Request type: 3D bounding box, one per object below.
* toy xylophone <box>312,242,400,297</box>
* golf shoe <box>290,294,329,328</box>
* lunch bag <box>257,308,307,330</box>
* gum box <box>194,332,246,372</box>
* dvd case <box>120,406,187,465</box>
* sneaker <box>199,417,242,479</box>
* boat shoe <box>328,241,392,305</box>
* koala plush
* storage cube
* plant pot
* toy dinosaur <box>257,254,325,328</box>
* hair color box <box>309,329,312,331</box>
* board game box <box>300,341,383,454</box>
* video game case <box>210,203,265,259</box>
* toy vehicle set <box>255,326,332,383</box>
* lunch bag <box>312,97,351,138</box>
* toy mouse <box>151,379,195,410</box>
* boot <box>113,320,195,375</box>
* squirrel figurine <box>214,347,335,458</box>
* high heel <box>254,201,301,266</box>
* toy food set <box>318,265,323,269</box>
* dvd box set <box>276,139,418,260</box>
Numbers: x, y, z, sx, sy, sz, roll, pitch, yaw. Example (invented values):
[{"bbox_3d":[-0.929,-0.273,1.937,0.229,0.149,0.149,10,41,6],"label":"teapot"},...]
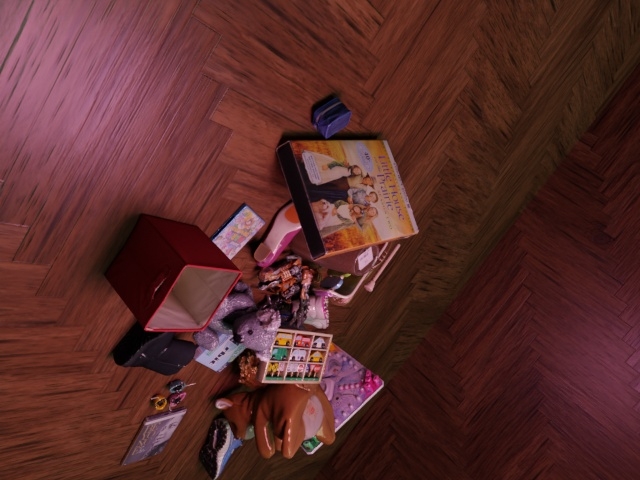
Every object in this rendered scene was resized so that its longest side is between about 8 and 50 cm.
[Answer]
[{"bbox_3d":[0.122,0.064,1.725,0.081,0.236,0.323,44,61,-20],"label":"toy xylophone"},{"bbox_3d":[-0.036,0.259,1.989,0.140,0.115,0.306,-4,159,1],"label":"golf shoe"},{"bbox_3d":[-0.145,0.301,1.777,0.218,0.176,0.090,16,110,-44],"label":"lunch bag"},{"bbox_3d":[-0.318,0.343,1.754,0.157,0.041,0.184,-44,152,-8],"label":"gum box"},{"bbox_3d":[-0.565,0.665,1.835,0.164,0.018,0.221,4,123,-54],"label":"dvd case"},{"bbox_3d":[-0.380,0.830,2.172,0.147,0.130,0.330,-8,132,-46],"label":"sneaker"},{"bbox_3d":[0.144,0.089,2.020,0.342,0.123,0.123,-57,-179,1],"label":"boat shoe"},{"bbox_3d":[-0.213,0.235,1.550,0.203,0.221,0.196,-27,139,-54],"label":"koala plush"},{"bbox_3d":[-0.339,0.079,1.251,0.184,0.193,0.215,-55,151,12],"label":"storage cube"},{"bbox_3d":[0.057,0.004,1.616,0.215,0.230,0.216,-28,135,-32],"label":"plant pot"},{"bbox_3d":[-0.080,0.149,1.743,0.321,0.164,0.219,9,104,-33],"label":"toy dinosaur"},{"bbox_3d":[-0.082,0.447,2.186,0.167,0.053,0.093,-39,149,-18],"label":"hair color box"},{"bbox_3d":[-0.010,0.590,2.143,0.390,0.390,0.050,-38,124,-18],"label":"board game box"},{"bbox_3d":[-0.234,-0.014,1.462,0.166,0.015,0.119,-46,151,-2],"label":"video game case"},{"bbox_3d":[-0.078,0.363,1.701,0.266,0.035,0.166,17,87,-47],"label":"toy vehicle set"},{"bbox_3d":[0.023,-0.316,1.391,0.098,0.065,0.067,-36,164,-23],"label":"lunch bag"},{"bbox_3d":[-0.470,0.489,1.736,0.143,0.031,0.161,-32,148,-25],"label":"toy mouse"},{"bbox_3d":[-0.411,0.268,1.479,0.246,0.094,0.207,-44,148,7],"label":"boot"},{"bbox_3d":[-0.180,0.548,1.906,0.281,0.370,0.397,0,86,-56],"label":"squirrel figurine"},{"bbox_3d":[-0.105,-0.022,1.583,0.244,0.082,0.117,-55,175,-9],"label":"high heel"},{"bbox_3d":[0.000,0.000,1.780,0.132,0.038,0.192,-45,143,-18],"label":"toy food set"},{"bbox_3d":[0.090,-0.128,1.490,0.420,0.308,0.062,-11,170,-47],"label":"dvd box set"}]
